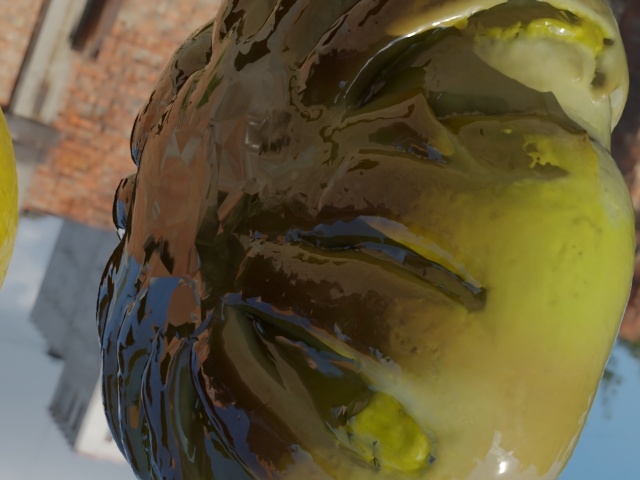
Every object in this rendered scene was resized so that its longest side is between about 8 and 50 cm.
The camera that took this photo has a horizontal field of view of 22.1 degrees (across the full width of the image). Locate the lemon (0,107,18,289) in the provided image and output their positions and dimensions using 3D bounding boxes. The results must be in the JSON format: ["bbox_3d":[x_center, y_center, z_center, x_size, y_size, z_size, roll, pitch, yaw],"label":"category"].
[{"bbox_3d":[-0.342,-0.032,1.194,0.245,0.320,0.245,-13,166,-3],"label":"lemon"}]

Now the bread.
[{"bbox_3d":[0.000,0.000,0.495,0.104,0.213,0.213,15,-167,-36],"label":"bread"}]
